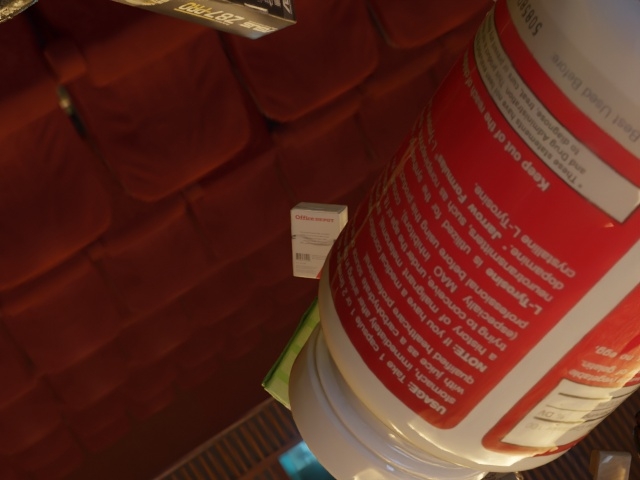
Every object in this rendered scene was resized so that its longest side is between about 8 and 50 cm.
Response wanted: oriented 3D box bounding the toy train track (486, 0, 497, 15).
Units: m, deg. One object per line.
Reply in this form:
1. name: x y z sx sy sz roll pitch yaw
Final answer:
1. toy train track: 0.269 -0.343 1.418 0.083 0.048 0.014 -36 160 -45

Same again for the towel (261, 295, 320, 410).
1. towel: 0.022 0.142 0.943 0.023 0.152 0.113 -15 -142 56

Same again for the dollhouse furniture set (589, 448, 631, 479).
1. dollhouse furniture set: 0.298 0.219 1.186 0.303 0.356 0.174 6 -174 -13

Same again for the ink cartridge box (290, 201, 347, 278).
1. ink cartridge box: 0.000 0.000 1.816 0.099 0.135 0.056 6 -160 19

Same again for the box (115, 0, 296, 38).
1. box: -0.179 -0.497 1.307 0.097 0.395 0.318 -11 175 31

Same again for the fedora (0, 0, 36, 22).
1. fedora: -0.313 -0.320 0.734 0.334 0.334 0.152 -30 -154 -6

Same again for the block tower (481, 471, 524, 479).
1. block tower: 0.320 0.425 1.848 0.091 0.336 0.097 -30 148 11

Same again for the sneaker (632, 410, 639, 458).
1. sneaker: 0.483 0.284 1.346 0.106 0.281 0.163 -20 -134 0

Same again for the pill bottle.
1. pill bottle: 0.140 0.009 0.656 0.229 0.229 0.408 -42 169 -52
